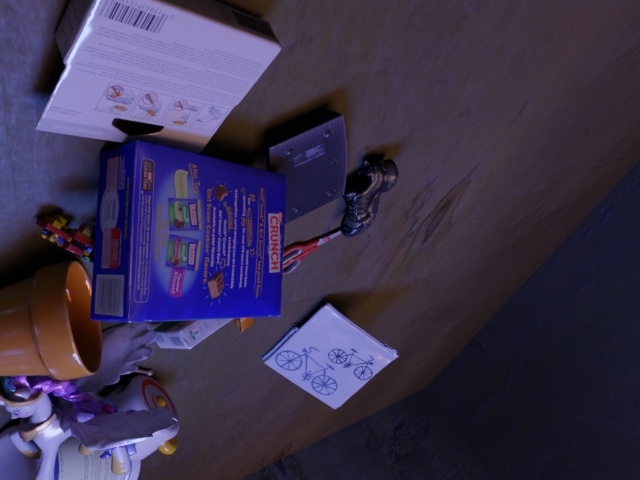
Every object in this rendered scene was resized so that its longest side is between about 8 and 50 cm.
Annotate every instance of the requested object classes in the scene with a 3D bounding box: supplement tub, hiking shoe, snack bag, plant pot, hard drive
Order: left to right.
[{"bbox_3d":[-0.504,0.151,0.964,0.187,0.205,0.205,-11,148,-10],"label":"plant pot"},{"bbox_3d":[-0.651,0.585,1.423,0.235,0.235,0.325,-41,151,13],"label":"supplement tub"},{"bbox_3d":[-0.030,-0.148,1.127,0.172,0.054,0.255,-27,151,-13],"label":"hard drive"},{"bbox_3d":[0.030,0.377,1.821,0.323,0.037,0.342,37,116,-14],"label":"snack bag"},{"bbox_3d":[0.084,-0.104,1.312,0.114,0.086,0.227,5,129,-32],"label":"hiking shoe"}]

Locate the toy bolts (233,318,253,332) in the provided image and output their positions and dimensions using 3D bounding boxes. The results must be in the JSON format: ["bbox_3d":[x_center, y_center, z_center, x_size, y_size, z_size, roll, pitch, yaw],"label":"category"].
[{"bbox_3d":[-0.248,0.083,1.129,0.158,0.218,0.229,-16,130,-19],"label":"toy bolts"}]

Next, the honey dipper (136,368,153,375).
[{"bbox_3d":[-0.482,0.334,1.435,0.030,0.030,0.161,-35,156,1],"label":"honey dipper"}]

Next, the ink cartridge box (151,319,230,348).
[{"bbox_3d":[-0.266,0.174,1.311,0.224,0.056,0.181,-36,-167,-36],"label":"ink cartridge box"}]

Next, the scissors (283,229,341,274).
[{"bbox_3d":[0.000,0.000,1.427,0.297,0.021,0.109,-32,150,-1],"label":"scissors"}]

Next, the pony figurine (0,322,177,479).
[{"bbox_3d":[-0.497,0.372,1.175,0.350,0.303,0.364,-12,131,-22],"label":"pony figurine"}]

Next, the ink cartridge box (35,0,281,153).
[{"bbox_3d":[-0.226,-0.235,0.778,0.275,0.060,0.239,1,146,-48],"label":"ink cartridge box"}]

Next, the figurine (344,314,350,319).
[{"bbox_3d":[0.072,0.402,1.937,0.092,0.209,0.215,-1,138,-46],"label":"figurine"}]

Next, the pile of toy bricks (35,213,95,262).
[{"bbox_3d":[-0.364,-0.004,0.966,0.105,0.118,0.212,-63,145,-13],"label":"pile of toy bricks"}]

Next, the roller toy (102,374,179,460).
[{"bbox_3d":[-0.470,0.462,1.465,0.146,0.209,0.191,-35,138,1],"label":"roller toy"}]

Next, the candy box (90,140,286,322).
[{"bbox_3d":[-0.206,0.000,0.940,0.122,0.268,0.317,-2,174,41],"label":"candy box"}]
